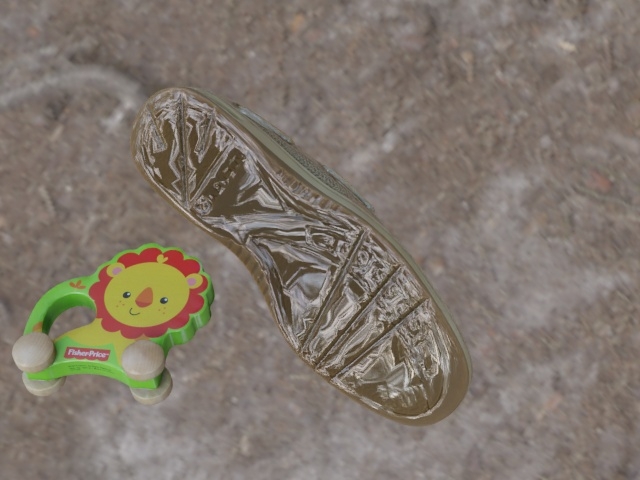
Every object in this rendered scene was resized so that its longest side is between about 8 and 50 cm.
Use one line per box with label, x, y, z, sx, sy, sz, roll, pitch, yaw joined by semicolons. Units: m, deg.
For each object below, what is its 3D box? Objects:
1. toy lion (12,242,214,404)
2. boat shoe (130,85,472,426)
toy lion;-0.112;0.042;0.803;0.100;0.034;0.096;3;52;10
boat shoe;0.000;0.000;1.144;0.341;0.110;0.121;47;112;9
